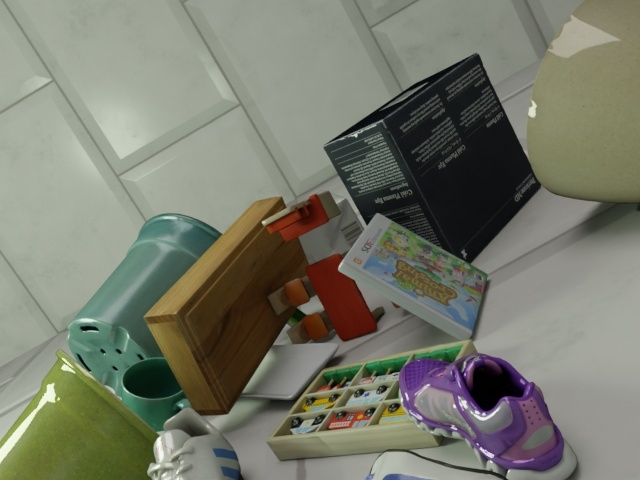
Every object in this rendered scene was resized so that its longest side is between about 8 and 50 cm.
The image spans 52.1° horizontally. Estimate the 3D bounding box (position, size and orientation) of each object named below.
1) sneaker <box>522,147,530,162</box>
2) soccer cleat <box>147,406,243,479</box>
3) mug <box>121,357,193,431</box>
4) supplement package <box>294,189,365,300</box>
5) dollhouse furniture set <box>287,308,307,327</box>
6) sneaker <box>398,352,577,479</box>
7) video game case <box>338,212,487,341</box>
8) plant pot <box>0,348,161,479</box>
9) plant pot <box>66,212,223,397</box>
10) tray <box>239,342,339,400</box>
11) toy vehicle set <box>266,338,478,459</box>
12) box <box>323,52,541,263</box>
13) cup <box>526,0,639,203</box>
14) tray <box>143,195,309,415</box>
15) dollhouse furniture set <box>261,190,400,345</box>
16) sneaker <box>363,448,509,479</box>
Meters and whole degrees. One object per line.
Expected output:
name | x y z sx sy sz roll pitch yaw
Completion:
sneaker | 0.459 -0.198 1.598 0.070 0.051 0.134 -25 16 2
soccer cleat | -0.161 0.314 0.777 0.116 0.143 0.331 -31 12 -3
mug | -0.305 0.304 1.229 0.130 0.097 0.157 -2 26 -17
supplement package | 0.000 0.000 1.582 0.175 0.177 0.293 -32 13 -5
dollhouse furniture set | -0.088 0.195 1.371 0.151 0.059 0.076 -46 11 30
sneaker | 0.156 0.157 0.675 0.095 0.104 0.236 -27 19 -19
video game case | 0.151 0.049 1.015 0.023 0.212 0.193 -64 -7 31
plant pot | -0.377 0.347 0.968 0.254 0.276 0.276 -49 19 -23
plant pot | -0.376 0.169 1.513 0.341 0.341 0.334 -20 24 40
tray | -0.095 0.237 1.157 0.270 0.030 0.145 -11 21 45
toy vehicle set | 0.069 0.216 0.881 0.267 0.035 0.166 -20 15 38
box | 0.232 -0.146 1.305 0.343 0.312 0.179 -38 14 -36
cup | 0.502 -0.187 0.952 0.331 0.331 0.237 -35 38 -19
tray | -0.140 0.100 1.197 0.076 0.202 0.411 -9 25 28
dollhouse furniture set | 0.012 0.053 1.150 0.262 0.259 0.135 -26 2 32
sneaker | 0.047 0.277 0.531 0.316 0.127 0.182 -24 8 -1
